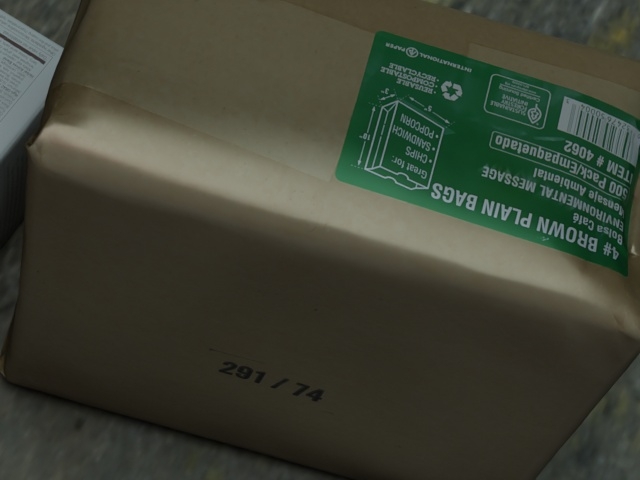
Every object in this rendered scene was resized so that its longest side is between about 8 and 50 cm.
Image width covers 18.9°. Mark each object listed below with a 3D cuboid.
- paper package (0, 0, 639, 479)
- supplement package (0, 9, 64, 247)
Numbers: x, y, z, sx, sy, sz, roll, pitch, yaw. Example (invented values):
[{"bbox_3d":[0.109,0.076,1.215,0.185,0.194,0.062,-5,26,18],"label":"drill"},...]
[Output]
[{"bbox_3d":[0.000,0.000,1.074,0.324,0.309,0.168,17,63,-3],"label":"paper package"},{"bbox_3d":[-0.268,-0.025,1.136,0.139,0.134,0.244,32,63,6],"label":"supplement package"}]
